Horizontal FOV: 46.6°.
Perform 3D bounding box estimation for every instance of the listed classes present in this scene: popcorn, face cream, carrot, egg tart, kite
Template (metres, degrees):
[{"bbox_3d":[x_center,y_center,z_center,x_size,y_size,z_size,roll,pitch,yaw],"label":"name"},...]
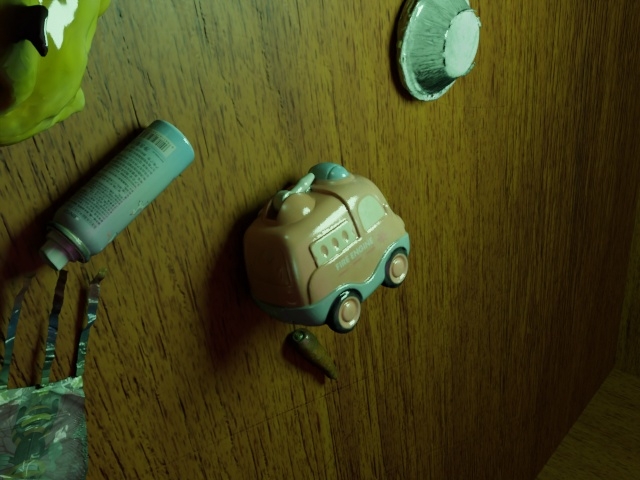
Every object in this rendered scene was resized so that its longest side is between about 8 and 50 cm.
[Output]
[{"bbox_3d":[-0.318,-0.199,0.629,0.315,0.280,0.298,-9,114,-54],"label":"popcorn"},{"bbox_3d":[-0.261,-0.054,0.937,0.229,0.075,0.075,-49,139,-25],"label":"face cream"},{"bbox_3d":[-0.008,0.222,1.425,0.047,0.047,0.191,-56,146,-17],"label":"carrot"},{"bbox_3d":[0.233,-0.376,1.401,0.234,0.094,0.234,-30,131,-41],"label":"egg tart"},{"bbox_3d":[-0.364,0.203,0.975,0.204,0.022,0.361,3,108,-52],"label":"kite"}]

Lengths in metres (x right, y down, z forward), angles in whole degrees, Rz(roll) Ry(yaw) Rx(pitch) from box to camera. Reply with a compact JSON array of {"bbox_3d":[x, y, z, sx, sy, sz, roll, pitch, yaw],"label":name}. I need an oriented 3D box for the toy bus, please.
[{"bbox_3d":[0.000,0.000,1.222,0.287,0.194,0.232,-39,122,-34],"label":"toy bus"}]
